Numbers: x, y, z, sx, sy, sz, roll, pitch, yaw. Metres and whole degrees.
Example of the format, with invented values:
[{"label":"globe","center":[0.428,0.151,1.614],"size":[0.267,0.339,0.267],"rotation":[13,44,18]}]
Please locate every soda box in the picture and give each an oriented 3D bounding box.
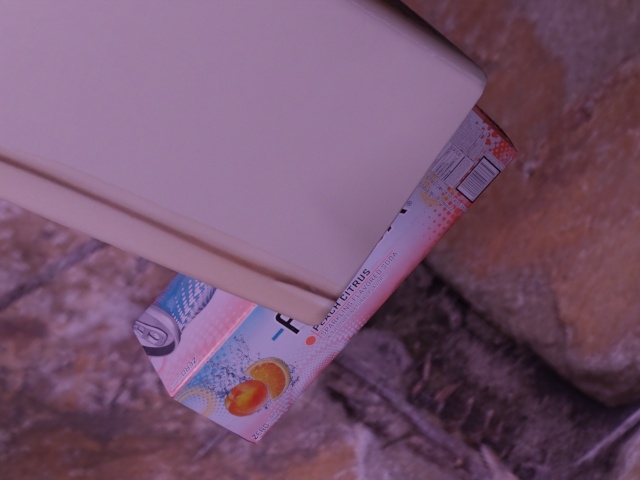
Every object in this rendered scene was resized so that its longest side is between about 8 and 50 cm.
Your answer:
[{"label":"soda box","center":[0.000,0.000,0.591],"size":[0.183,0.063,0.058],"rotation":[-48,128,6]}]

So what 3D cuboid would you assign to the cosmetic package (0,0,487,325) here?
[{"label":"cosmetic package","center":[-0.113,-0.100,0.412],"size":[0.309,0.160,0.113],"rotation":[24,106,-35]}]
